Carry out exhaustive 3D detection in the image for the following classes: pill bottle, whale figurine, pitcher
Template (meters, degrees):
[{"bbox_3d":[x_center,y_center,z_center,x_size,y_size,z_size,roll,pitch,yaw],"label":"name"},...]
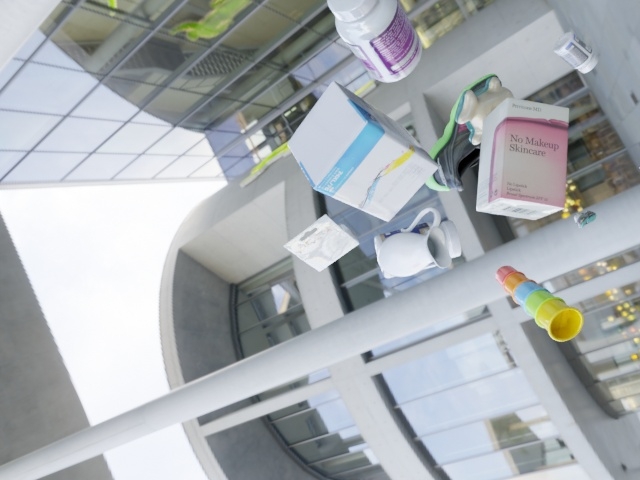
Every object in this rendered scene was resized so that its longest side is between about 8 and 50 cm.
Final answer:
[{"bbox_3d":[0.324,0.025,1.705,0.153,0.265,0.153,-15,-90,-88],"label":"pill bottle"},{"bbox_3d":[0.862,-0.630,1.714,0.137,0.078,0.078,31,-144,-16],"label":"pill bottle"},{"bbox_3d":[0.508,-0.421,1.642,0.272,0.216,0.141,-6,-154,-42],"label":"whale figurine"},{"bbox_3d":[0.260,0.008,1.439,0.126,0.207,0.177,14,-110,-35],"label":"pitcher"},{"bbox_3d":[0.143,-0.564,1.344,0.301,0.169,0.169,27,-138,-57],"label":"pill bottle"}]

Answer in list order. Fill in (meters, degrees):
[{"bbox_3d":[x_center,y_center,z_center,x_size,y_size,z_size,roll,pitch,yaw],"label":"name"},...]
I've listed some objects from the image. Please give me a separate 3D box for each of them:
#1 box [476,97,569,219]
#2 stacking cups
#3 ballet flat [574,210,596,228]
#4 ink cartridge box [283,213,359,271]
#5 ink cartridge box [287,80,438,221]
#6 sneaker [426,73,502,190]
[{"bbox_3d":[0.448,-0.177,1.133,0.127,0.149,0.232,124,153,-79],"label":"box"},{"bbox_3d":[0.570,0.152,1.385,0.096,0.096,0.316,49,-175,-23],"label":"stacking cups"},{"bbox_3d":[0.723,-0.060,1.404,0.114,0.041,0.041,-17,-101,-44],"label":"ballet flat"},{"bbox_3d":[0.000,0.000,1.366,0.179,0.145,0.045,39,-160,-45],"label":"ink cartridge box"},{"bbox_3d":[0.104,-0.209,1.244,0.270,0.197,0.198,20,-150,-40],"label":"ink cartridge box"},{"bbox_3d":[0.567,-0.389,1.906,0.202,0.482,0.185,26,179,29],"label":"sneaker"}]
